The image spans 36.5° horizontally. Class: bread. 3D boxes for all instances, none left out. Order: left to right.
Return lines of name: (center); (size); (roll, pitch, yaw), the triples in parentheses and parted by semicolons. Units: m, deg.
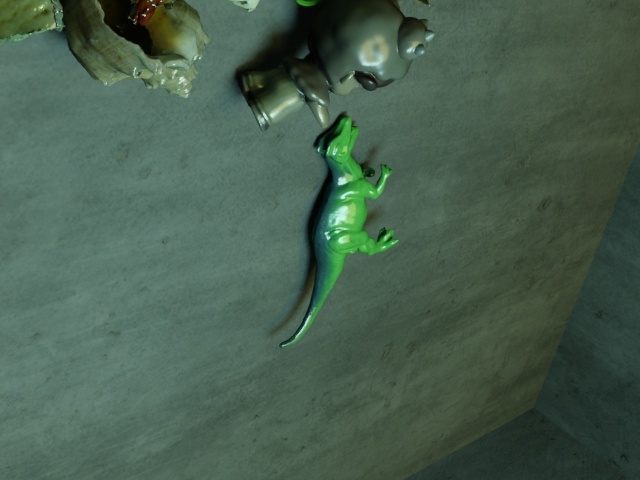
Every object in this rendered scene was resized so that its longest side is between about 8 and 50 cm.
bread: (-0.454, -0.371, 1.444); (0.172, 0.064, 0.232); (29, 92, -14)

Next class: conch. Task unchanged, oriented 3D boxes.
conch: (-0.320, -0.338, 1.544); (0.324, 0.263, 0.186); (37, 104, -25)

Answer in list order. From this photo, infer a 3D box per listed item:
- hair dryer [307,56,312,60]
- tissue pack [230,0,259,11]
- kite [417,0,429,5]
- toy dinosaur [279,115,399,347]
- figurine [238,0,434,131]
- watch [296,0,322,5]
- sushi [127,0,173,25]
hair dryer: (-0.007, -0.367, 2.033); (0.154, 0.054, 0.106); (-25, 142, -19)
tissue pack: (-0.204, -0.581, 1.476); (0.405, 0.205, 0.332); (11, 116, -51)
kite: (0.204, -0.591, 2.103); (0.183, 0.014, 0.241); (-44, 144, -18)
toy dinosaur: (0.000, 0.000, 2.266); (0.500, 0.144, 0.374); (-53, 140, -9)
figurine: (0.022, -0.357, 1.898); (0.380, 0.248, 0.203); (-30, 123, 1)
watch: (0.001, -0.526, 1.836); (0.165, 0.131, 0.152); (-27, 147, -34)
sushi: (-0.219, -0.408, 1.379); (0.226, 0.103, 0.097); (-54, 172, 20)
